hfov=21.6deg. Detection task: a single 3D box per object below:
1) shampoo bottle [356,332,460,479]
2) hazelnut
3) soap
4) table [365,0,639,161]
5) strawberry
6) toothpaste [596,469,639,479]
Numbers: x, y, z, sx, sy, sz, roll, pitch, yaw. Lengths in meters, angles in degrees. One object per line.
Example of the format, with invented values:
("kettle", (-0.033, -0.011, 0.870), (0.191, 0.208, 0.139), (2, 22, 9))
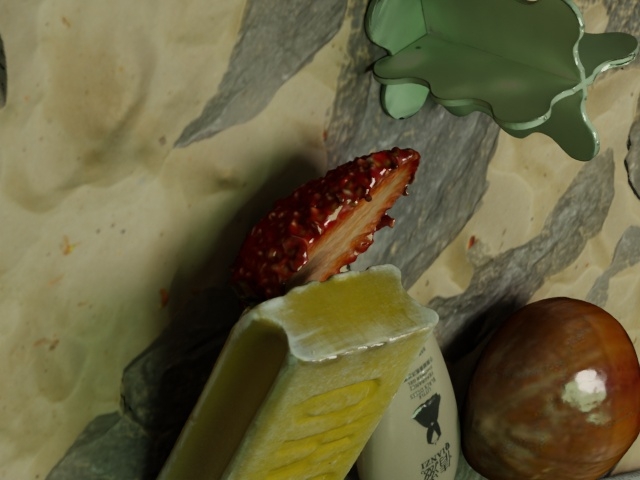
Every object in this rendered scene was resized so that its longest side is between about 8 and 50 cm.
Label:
("shampoo bottle", (0.083, 0.182, 1.639), (0.127, 0.078, 0.257), (-37, 132, -32))
("hazelnut", (0.233, 0.162, 1.702), (0.214, 0.176, 0.214), (-26, 132, -34))
("soap", (-0.027, 0.149, 1.436), (0.173, 0.089, 0.274), (-13, 143, -39))
("table", (0.162, -0.159, 1.473), (0.166, 0.198, 0.166), (-20, 122, -37))
("strawberry", (-0.005, -0.002, 1.467), (0.208, 0.087, 0.167), (-48, 160, -19))
("toothpaste", (0.380, 0.317, 2.003), (0.299, 0.073, 0.114), (-10, 115, -33))
